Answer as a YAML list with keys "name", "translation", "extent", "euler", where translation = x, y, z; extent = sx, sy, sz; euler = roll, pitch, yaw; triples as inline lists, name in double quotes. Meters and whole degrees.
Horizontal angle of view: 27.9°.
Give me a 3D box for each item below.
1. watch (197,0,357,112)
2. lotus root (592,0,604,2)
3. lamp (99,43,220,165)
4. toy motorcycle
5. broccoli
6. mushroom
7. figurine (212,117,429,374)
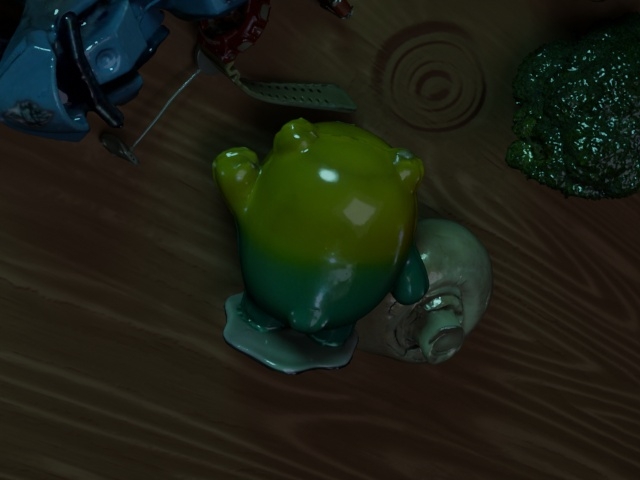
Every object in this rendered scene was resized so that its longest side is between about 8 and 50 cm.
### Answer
- name: "watch"
  translation: [-0.030, -0.251, 1.596]
  extent: [0.268, 0.102, 0.165]
  euler: [4, 120, -44]
- name: "lotus root"
  translation: [0.327, -0.406, 1.653]
  extent: [0.169, 0.141, 0.314]
  euler: [-42, 137, 9]
- name: "lamp"
  translation: [-0.189, -0.178, 1.590]
  extent: [0.198, 0.056, 0.050]
  euler: [-49, 135, -5]
- name: "toy motorcycle"
  translation: [-0.213, -0.230, 1.383]
  extent: [0.416, 0.232, 0.172]
  euler: [-27, 129, -12]
- name: "broccoli"
  translation: [0.413, -0.173, 1.828]
  extent: [0.321, 0.303, 0.283]
  euler: [-1, 153, -4]
- name: "mushroom"
  translation: [0.146, 0.092, 1.896]
  extent: [0.246, 0.202, 0.246]
  euler: [-12, 134, -12]
- name: "figurine"
  translation: [0.000, 0.000, 1.701]
  extent: [0.324, 0.231, 0.340]
  euler: [12, 126, -7]
